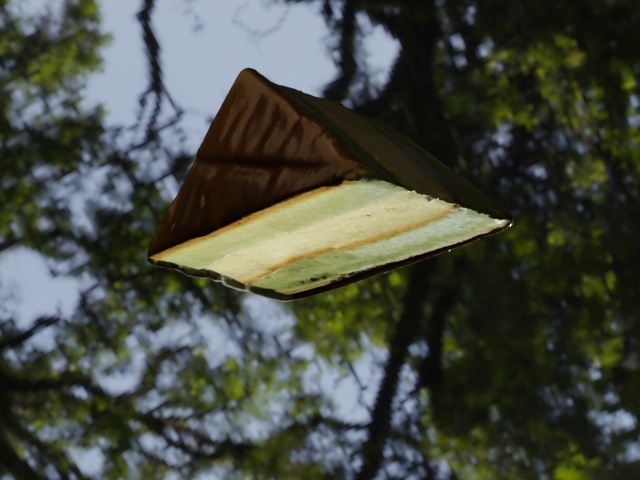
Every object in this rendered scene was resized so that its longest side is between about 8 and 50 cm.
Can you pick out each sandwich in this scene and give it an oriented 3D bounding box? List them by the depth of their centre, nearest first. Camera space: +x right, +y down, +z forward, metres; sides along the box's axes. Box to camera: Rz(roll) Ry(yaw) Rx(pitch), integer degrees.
[{"bbox_3d":[0.000,0.000,0.905,0.144,0.117,0.187,-66,-150,13],"label":"sandwich"}]
